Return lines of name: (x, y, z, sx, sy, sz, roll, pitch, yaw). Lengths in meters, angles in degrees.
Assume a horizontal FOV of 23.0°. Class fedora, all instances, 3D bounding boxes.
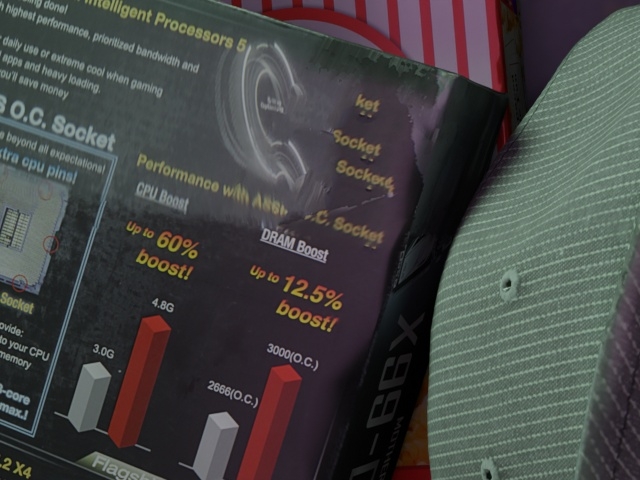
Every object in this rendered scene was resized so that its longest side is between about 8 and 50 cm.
fedora: (0.116, 0.027, 0.431, 0.124, 0.244, 0.275, 12, 103, 47)

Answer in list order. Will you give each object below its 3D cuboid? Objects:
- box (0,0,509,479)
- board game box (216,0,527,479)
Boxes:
box: (-0.123, 0.020, 0.510, 0.307, 0.076, 0.242, 19, 96, 17)
board game box: (0.000, 0.000, 0.537, 0.147, 0.045, 0.193, -6, 86, 18)
